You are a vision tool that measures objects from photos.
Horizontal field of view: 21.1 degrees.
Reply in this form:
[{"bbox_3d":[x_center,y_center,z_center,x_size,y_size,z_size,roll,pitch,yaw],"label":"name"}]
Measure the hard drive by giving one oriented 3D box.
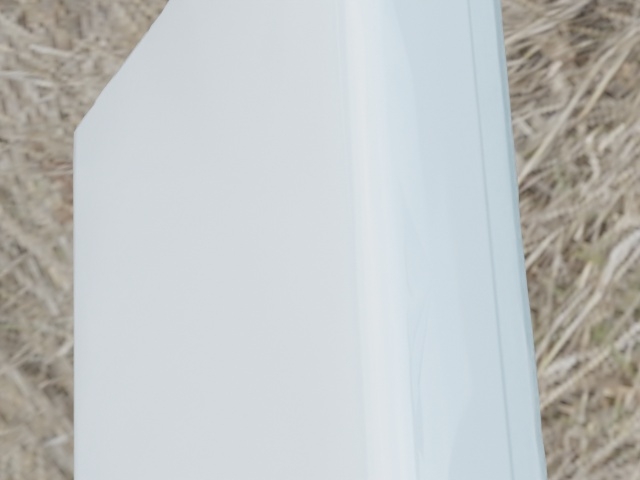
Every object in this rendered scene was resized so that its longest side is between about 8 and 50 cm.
[{"bbox_3d":[-0.014,0.096,0.447,0.047,0.233,0.353,5,69,-24],"label":"hard drive"}]
